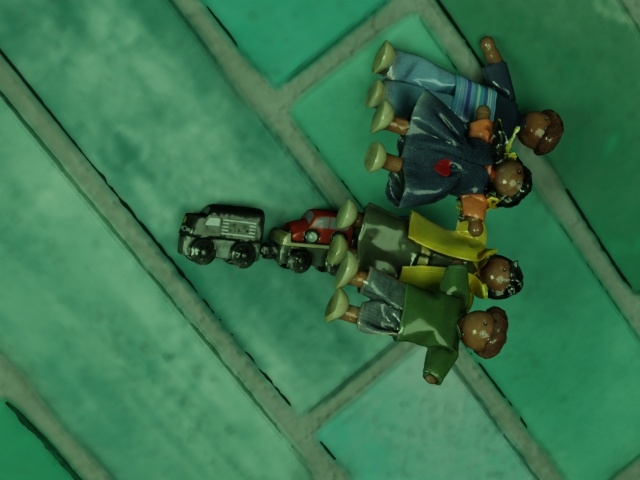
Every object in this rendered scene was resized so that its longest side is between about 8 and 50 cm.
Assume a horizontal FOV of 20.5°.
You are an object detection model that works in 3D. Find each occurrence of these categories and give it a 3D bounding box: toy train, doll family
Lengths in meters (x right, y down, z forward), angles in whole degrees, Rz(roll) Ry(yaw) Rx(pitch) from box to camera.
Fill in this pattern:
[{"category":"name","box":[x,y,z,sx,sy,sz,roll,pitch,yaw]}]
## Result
[{"category":"toy train","box":[0.000,0.000,0.958,0.158,0.027,0.036,5,94,-20]},{"category":"doll family","box":[0.070,-0.020,0.929,0.111,0.076,0.193,15,85,-11]}]
